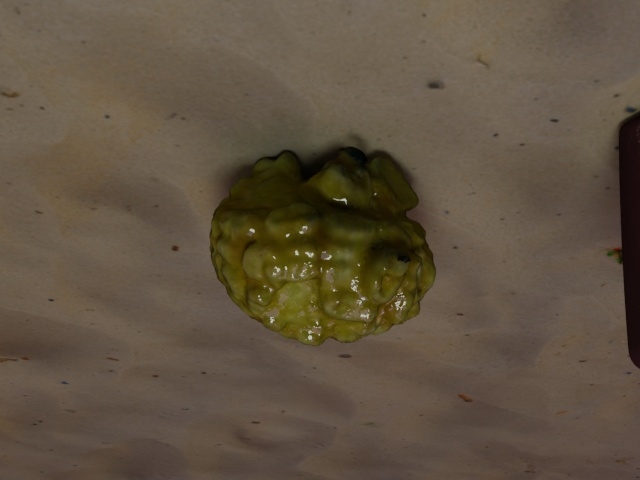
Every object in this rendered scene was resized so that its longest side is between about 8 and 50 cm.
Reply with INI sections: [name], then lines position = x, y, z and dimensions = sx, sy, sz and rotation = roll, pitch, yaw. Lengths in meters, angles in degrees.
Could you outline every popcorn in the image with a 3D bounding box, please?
[popcorn]
position = 0.002, 0.002, 0.843
dimensions = 0.218, 0.189, 0.169
rotation = 18, 135, -16

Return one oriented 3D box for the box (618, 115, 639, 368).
[box]
position = 0.372, 0.000, 0.760
dimensions = 0.193, 0.293, 0.167
rotation = 24, 150, -31
